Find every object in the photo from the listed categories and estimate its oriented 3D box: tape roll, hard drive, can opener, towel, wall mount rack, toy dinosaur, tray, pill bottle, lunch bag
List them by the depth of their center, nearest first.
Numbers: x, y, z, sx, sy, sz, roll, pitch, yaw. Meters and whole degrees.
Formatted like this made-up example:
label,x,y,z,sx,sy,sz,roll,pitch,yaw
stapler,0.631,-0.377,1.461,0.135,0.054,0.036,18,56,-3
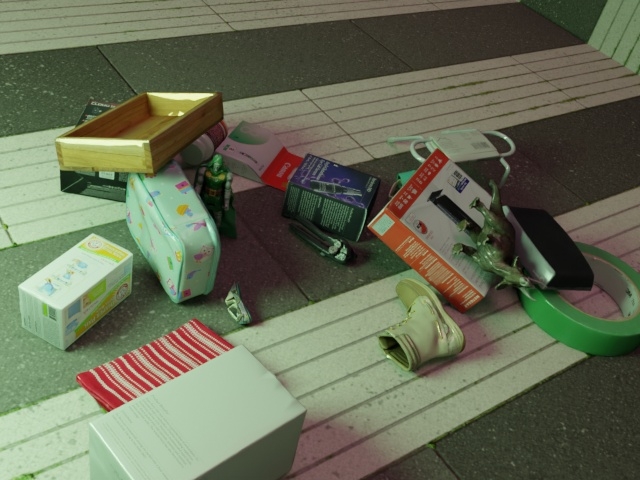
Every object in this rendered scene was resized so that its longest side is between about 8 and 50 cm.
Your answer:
label,x,y,z,sx,sy,sz,roll,pitch,yaw
towel,-0.278,0.241,1.339,0.275,0.031,0.199,-24,39,-38
lunch bag,-0.311,-0.022,1.531,0.108,0.224,0.279,-18,55,-27
tray,-0.377,-0.244,1.606,0.203,0.076,0.411,3,25,12
toy dinosaur,0.394,0.000,1.683,0.160,0.121,0.313,32,38,-28
can opener,0.000,0.000,1.741,0.186,0.073,0.059,29,80,21
hard drive,0.532,0.013,1.749,0.172,0.054,0.254,4,41,-27
tape roll,0.637,0.131,1.761,0.321,0.077,0.321,9,39,-7
pill bottle,-0.306,-0.262,1.918,0.086,0.086,0.152,19,39,5
wall mount rack,0.366,-0.255,2.103,0.350,0.130,0.304,-10,49,-27

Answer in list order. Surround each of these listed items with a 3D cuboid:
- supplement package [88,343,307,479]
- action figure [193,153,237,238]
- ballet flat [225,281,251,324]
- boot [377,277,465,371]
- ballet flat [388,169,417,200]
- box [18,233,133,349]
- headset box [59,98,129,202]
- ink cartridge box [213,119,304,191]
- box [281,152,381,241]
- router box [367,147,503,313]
label,x,y,z,sx,sy,sz,roll,pitch,yaw
supplement package,-0.195,0.333,1.176,0.293,0.175,0.177,-23,50,-37
action figure,-0.240,-0.094,1.624,0.137,0.232,0.063,8,40,-8
ballet flat,-0.177,0.131,1.532,0.041,0.041,0.114,-5,42,-22
boot,0.186,0.175,1.566,0.165,0.077,0.213,-15,51,-29
ballet flat,0.219,-0.097,1.911,0.087,0.083,0.247,-5,37,14
box,-0.467,0.095,1.420,0.103,0.114,0.203,25,40,15
headset box,-0.487,-0.226,1.798,0.218,0.110,0.293,10,40,-7
ink cartridge box,-0.147,-0.225,1.953,0.225,0.056,0.181,20,40,8
box,0.028,-0.109,1.826,0.207,0.108,0.153,19,39,5
router box,0.311,-0.034,1.773,0.301,0.082,0.335,42,43,1
